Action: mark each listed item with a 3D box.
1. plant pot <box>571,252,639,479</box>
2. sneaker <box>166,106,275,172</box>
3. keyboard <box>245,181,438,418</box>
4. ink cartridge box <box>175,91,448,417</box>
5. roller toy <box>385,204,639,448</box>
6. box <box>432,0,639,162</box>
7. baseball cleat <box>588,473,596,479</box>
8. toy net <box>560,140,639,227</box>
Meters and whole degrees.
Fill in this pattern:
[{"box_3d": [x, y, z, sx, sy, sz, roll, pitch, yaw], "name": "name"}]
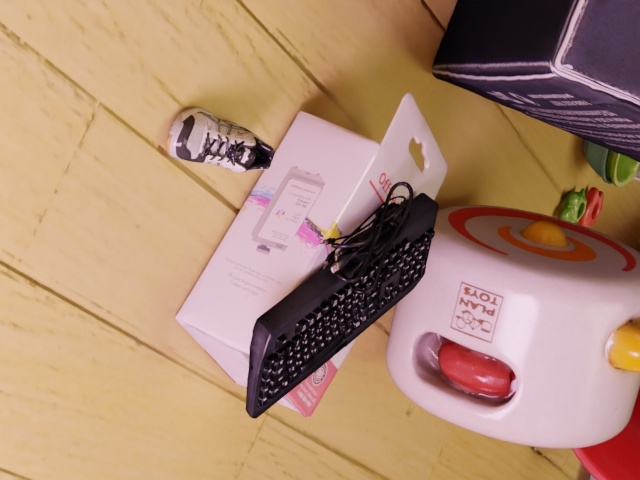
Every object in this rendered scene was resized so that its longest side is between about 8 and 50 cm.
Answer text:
[{"box_3d": [0.389, 0.104, 1.758, 0.243, 0.275, 0.275, -44, 146, -57], "name": "plant pot"}, {"box_3d": [-0.056, -0.056, 1.028, 0.083, 0.037, 0.032, -1, 112, -60], "name": "sneaker"}, {"box_3d": [0.025, 0.035, 1.095, 0.192, 0.038, 0.100, -38, 142, -44], "name": "keyboard"}, {"box_3d": [0.000, 0.000, 1.140, 0.198, 0.067, 0.115, -59, 152, -15], "name": "ink cartridge box"}, {"box_3d": [0.154, 0.056, 1.323, 0.209, 0.191, 0.146, -124, -137, -67], "name": "roller toy"}, {"box_3d": [0.400, -0.241, 1.185, 0.297, 0.472, 0.480, -155, -93, -78], "name": "box"}, {"box_3d": [0.330, 0.226, 1.940, 0.109, 0.072, 0.206, -40, 147, -70], "name": "baseball cleat"}, {"box_3d": [0.295, -0.070, 1.658, 0.232, 0.045, 0.122, -14, 121, -59], "name": "toy net"}]
